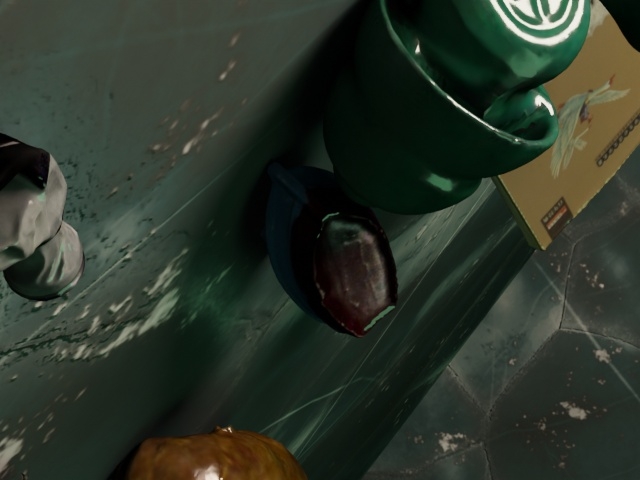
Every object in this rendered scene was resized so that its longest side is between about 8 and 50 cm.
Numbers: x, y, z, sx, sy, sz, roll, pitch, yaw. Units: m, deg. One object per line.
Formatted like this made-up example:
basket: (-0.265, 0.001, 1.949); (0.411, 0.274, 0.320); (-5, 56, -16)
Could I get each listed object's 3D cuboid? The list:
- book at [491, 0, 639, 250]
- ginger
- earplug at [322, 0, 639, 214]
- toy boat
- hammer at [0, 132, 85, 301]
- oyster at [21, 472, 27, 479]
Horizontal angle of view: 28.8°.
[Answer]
book: (0.205, -0.156, 1.087); (0.217, 0.021, 0.310); (-48, 134, -9)
ginger: (-0.092, 0.270, 1.257); (0.165, 0.172, 0.321); (-50, 166, 0)
earplug: (0.122, -0.134, 0.922); (0.280, 0.164, 0.257); (-44, 174, 23)
toy boat: (0.000, 0.000, 1.025); (0.100, 0.097, 0.223); (-45, 149, -11)
hammer: (-0.222, 0.135, 0.536); (0.152, 0.044, 0.427); (92, 22, -65)
oyster: (-0.255, 0.221, 0.853); (0.177, 0.056, 0.105); (-29, 142, -59)
